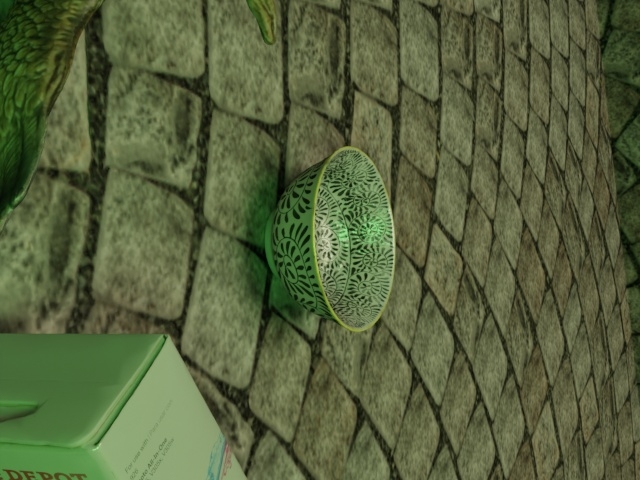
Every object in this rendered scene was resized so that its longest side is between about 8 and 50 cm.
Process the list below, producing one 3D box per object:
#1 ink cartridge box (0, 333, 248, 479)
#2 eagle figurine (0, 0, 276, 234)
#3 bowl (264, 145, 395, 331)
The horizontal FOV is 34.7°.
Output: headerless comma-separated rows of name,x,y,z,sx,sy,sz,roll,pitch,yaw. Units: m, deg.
ink cartridge box,-0.129,0.160,0.616,0.212,0.154,0.093,66,34,-33
eagle figurine,-0.148,-0.164,0.585,0.226,0.225,0.298,52,56,-8
bowl,0.000,0.000,0.953,0.170,0.080,0.170,10,79,-61
